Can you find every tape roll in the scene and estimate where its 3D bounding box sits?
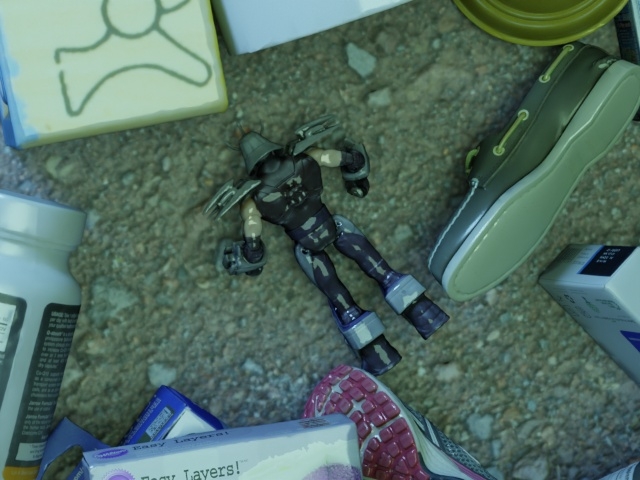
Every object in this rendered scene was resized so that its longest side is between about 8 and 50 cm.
[{"bbox_3d":[0.032,-0.263,1.779,0.286,0.286,0.100,-21,98,-10],"label":"tape roll"}]

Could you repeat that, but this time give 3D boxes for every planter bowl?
[{"bbox_3d":[0.220,-0.302,1.884,0.217,0.090,0.217,0,95,5],"label":"planter bowl"}]

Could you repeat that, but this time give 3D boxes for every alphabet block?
[{"bbox_3d":[-0.210,-0.194,1.776,0.197,0.193,0.192,-11,98,-12],"label":"alphabet block"}]

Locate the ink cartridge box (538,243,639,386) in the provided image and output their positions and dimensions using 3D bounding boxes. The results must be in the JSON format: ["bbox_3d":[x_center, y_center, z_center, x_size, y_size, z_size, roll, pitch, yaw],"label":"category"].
[{"bbox_3d":[0.379,0.137,1.949,0.065,0.165,0.332,-46,104,-12],"label":"ink cartridge box"}]

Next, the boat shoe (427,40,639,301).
[{"bbox_3d":[0.204,-0.072,1.921,0.091,0.109,0.305,34,79,30],"label":"boat shoe"}]

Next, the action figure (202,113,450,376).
[{"bbox_3d":[0.000,0.000,1.893,0.185,0.099,0.285,-37,98,0],"label":"action figure"}]

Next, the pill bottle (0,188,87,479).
[{"bbox_3d":[-0.316,0.092,1.792,0.162,0.162,0.278,14,91,-13],"label":"pill bottle"}]

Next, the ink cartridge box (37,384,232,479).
[{"bbox_3d":[-0.116,0.329,1.861,0.395,0.151,0.270,38,85,-14],"label":"ink cartridge box"}]

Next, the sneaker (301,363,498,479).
[{"bbox_3d":[0.097,0.241,1.869,0.299,0.112,0.121,44,107,27],"label":"sneaker"}]

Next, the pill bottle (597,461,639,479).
[{"bbox_3d":[0.316,0.308,1.889,0.283,0.161,0.161,-28,102,25],"label":"pill bottle"}]

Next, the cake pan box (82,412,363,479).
[{"bbox_3d":[-0.084,0.299,1.759,0.267,0.070,0.245,-7,93,-12],"label":"cake pan box"}]

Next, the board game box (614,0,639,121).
[{"bbox_3d":[0.379,-0.250,1.972,0.194,0.060,0.194,-27,100,-9],"label":"board game box"}]
